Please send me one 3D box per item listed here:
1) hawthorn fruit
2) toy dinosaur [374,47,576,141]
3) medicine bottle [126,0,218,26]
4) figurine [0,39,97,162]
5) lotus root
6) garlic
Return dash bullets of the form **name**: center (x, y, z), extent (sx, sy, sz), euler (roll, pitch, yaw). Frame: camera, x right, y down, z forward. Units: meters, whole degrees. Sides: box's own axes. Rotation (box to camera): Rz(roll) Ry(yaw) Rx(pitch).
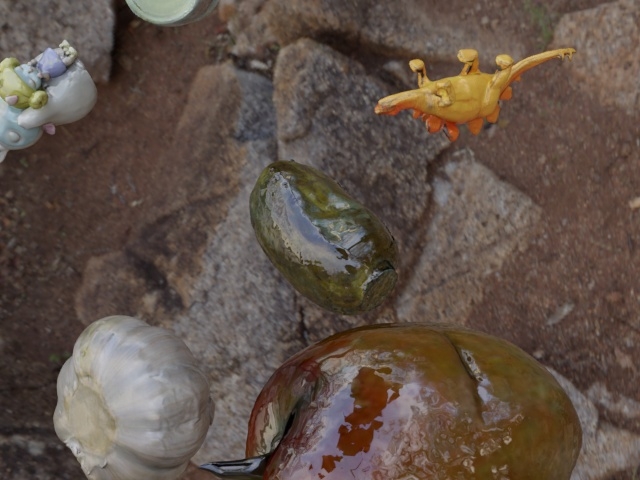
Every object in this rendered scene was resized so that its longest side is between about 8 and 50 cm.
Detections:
- **hawthorn fruit**: center (0.050, 0.198, 0.711), extent (0.301, 0.267, 0.267), euler (4, 56, -25)
- **toy dinosaur**: center (0.198, -0.187, 1.151), extent (0.288, 0.117, 0.070), euler (-16, 49, -20)
- **medicine bottle**: center (-0.242, -0.427, 1.460), extent (0.147, 0.143, 0.147), euler (2, 105, 8)
- **figurine**: center (-0.497, -0.221, 1.482), extent (0.235, 0.155, 0.127), euler (-40, 86, -21)
- **lotus root**: center (0.000, 0.000, 1.269), extent (0.275, 0.160, 0.152), euler (45, 117, 39)
- **garlic**: center (-0.230, 0.204, 1.121), extent (0.228, 0.152, 0.227), euler (8, 107, 28)
